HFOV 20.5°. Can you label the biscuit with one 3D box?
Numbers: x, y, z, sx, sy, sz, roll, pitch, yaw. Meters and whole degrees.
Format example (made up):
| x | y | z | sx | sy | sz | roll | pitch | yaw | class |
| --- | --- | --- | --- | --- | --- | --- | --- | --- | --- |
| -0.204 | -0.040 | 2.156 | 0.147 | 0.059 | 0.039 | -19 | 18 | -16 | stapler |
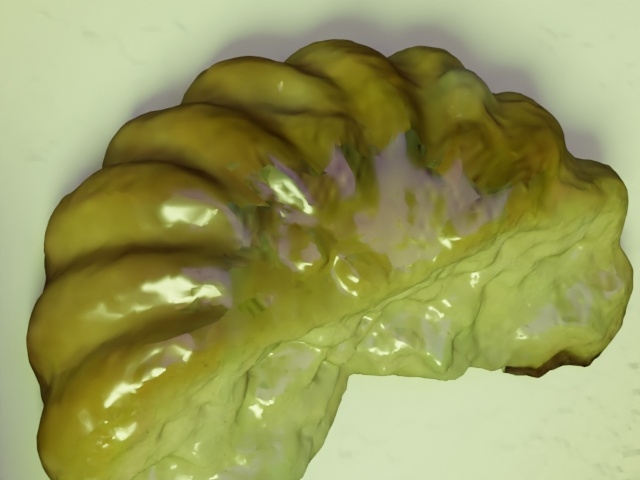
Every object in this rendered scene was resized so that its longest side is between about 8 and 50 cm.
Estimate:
| x | y | z | sx | sy | sz | roll | pitch | yaw | class |
| --- | --- | --- | --- | --- | --- | --- | --- | --- | --- |
| 0.000 | 0.000 | 0.479 | 0.183 | 0.061 | 0.118 | -21 | 80 | -21 | biscuit |
